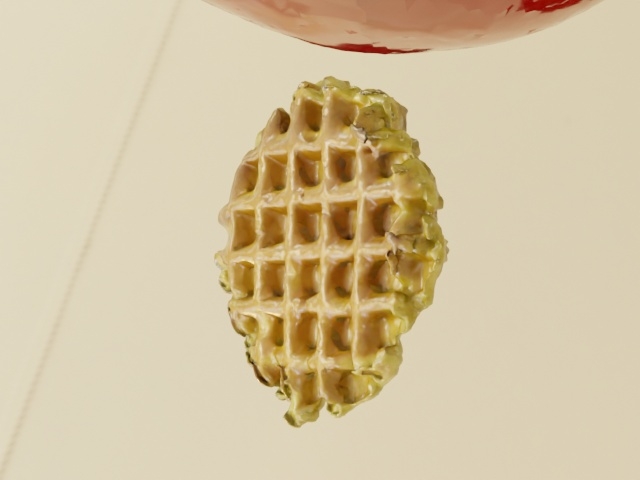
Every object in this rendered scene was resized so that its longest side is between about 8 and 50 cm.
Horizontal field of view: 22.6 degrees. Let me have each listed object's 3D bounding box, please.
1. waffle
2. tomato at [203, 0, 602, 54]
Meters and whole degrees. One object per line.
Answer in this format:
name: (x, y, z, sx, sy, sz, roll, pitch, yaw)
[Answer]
waffle: (0.000, 0.000, 1.457, 0.068, 0.302, 0.325, 4, -140, -36)
tomato: (0.015, -0.237, 0.598, 0.293, 0.325, 0.289, 32, -131, 30)
